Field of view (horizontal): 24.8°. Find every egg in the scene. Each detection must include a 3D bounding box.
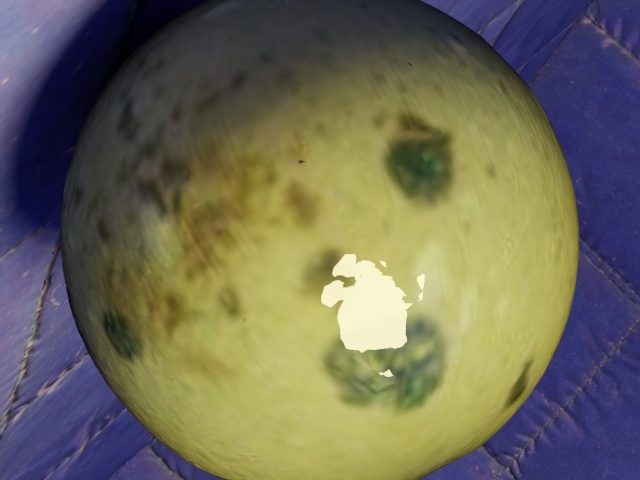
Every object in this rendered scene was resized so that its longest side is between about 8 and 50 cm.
[{"bbox_3d":[0.000,0.000,0.970,0.345,0.345,0.428,-45,172,-1],"label":"egg"}]
